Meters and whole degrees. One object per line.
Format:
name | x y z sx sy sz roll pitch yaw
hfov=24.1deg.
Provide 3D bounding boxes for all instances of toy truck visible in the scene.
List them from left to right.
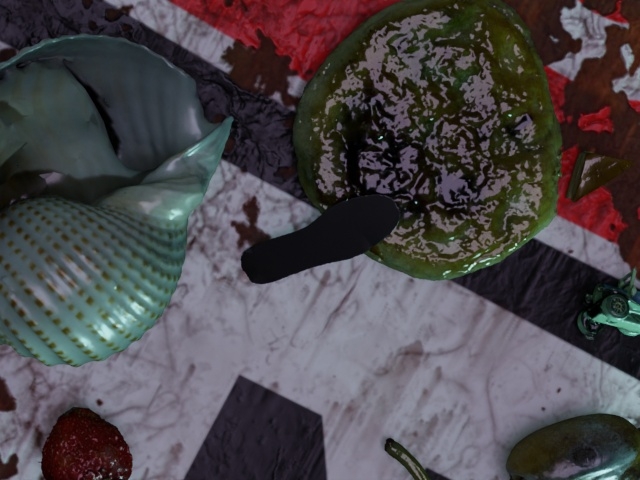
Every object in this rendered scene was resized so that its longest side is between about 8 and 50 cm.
toy truck | 0.377 0.079 1.719 0.154 0.080 0.078 13 68 -12

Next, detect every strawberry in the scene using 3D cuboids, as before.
strawberry | -0.249 0.228 1.604 0.106 0.106 0.106 -1 97 -11

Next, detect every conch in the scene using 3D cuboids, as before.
conch | -0.256 -0.042 1.508 0.303 0.215 0.319 54 54 -18

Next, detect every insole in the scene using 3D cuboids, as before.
insole | 0.000 0.000 1.632 0.188 0.004 0.064 -22 105 13

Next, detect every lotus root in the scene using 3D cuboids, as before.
lotus root | 0.306 0.253 1.714 0.192 0.088 0.113 -17 116 -9

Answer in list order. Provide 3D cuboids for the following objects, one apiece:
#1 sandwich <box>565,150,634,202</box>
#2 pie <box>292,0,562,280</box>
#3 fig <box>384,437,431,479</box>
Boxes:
sandwich | 0.308 -0.082 1.699 0.083 0.031 0.044 -31 104 -5
pie | 0.121 -0.111 1.641 0.323 0.070 0.323 -1 98 -9
fig | 0.122 0.340 1.691 0.149 0.149 0.245 -8 79 -10
